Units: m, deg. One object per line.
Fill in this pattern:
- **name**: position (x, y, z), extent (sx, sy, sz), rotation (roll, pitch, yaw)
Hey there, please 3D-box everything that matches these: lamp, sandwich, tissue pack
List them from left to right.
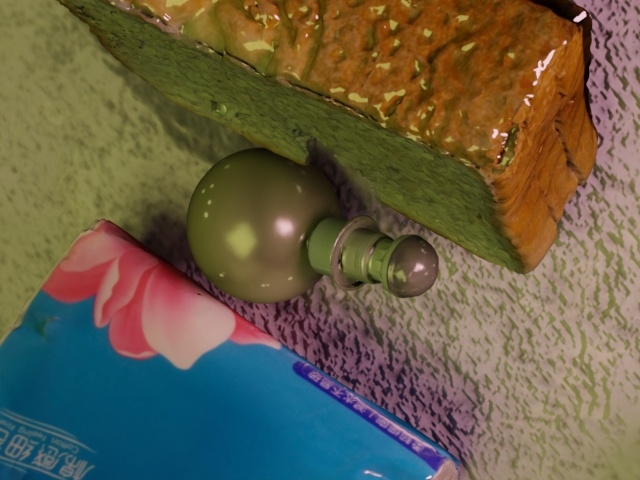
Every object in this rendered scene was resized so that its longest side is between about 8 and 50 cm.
- **tissue pack**: position (-0.079, 0.146, 1.121), extent (0.270, 0.137, 0.209), rotation (33, 86, 15)
- **lamp**: position (0.000, 0.000, 1.068), extent (0.163, 0.091, 0.091), rotation (15, 119, 38)
- **sandwich**: position (0.005, -0.093, 0.956), extent (0.273, 0.249, 0.095), rotation (27, 83, 17)
